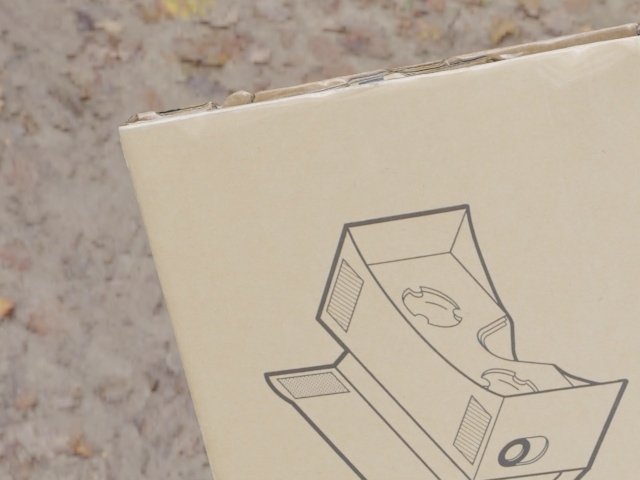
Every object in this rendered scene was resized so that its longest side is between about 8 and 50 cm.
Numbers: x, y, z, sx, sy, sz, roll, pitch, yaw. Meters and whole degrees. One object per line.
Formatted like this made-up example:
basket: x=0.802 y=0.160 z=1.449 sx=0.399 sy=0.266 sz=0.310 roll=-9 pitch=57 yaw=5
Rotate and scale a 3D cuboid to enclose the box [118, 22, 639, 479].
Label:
box: x=0.039 y=0.043 z=0.434 sx=0.165 sy=0.201 sz=0.021 roll=-9 pitch=17 yaw=14
